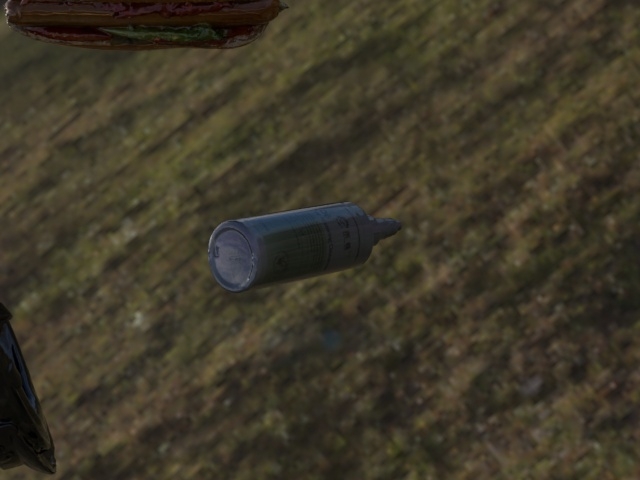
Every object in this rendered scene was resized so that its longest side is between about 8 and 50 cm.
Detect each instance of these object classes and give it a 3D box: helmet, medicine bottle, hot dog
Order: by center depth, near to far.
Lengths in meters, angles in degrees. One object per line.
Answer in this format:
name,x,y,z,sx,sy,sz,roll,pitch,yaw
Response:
medicine bottle,0.000,0.000,1.179,0.057,0.058,0.199,-25,-10,42
hot dog,-0.143,-0.195,1.219,0.235,0.092,0.062,0,40,2
helmet,-0.360,0.114,1.380,0.160,0.279,0.230,-22,17,-10
